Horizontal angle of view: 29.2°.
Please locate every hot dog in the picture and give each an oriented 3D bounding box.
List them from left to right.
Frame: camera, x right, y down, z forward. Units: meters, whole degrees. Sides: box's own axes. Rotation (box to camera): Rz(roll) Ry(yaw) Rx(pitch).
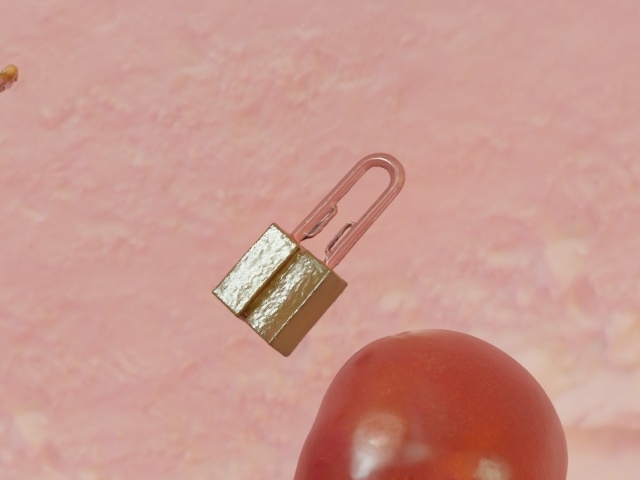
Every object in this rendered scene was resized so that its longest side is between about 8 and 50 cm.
[{"bbox_3d":[-0.506,-0.261,1.976,0.028,0.044,0.137,46,160,-12],"label":"hot dog"}]

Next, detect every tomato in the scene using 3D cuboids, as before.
[{"bbox_3d":[0.059,0.140,0.661,0.136,0.195,0.195,12,120,10],"label":"tomato"}]

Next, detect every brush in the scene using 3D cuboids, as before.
[{"bbox_3d":[0.000,0.000,1.275,0.233,0.047,0.103,-49,58,-1],"label":"brush"}]
